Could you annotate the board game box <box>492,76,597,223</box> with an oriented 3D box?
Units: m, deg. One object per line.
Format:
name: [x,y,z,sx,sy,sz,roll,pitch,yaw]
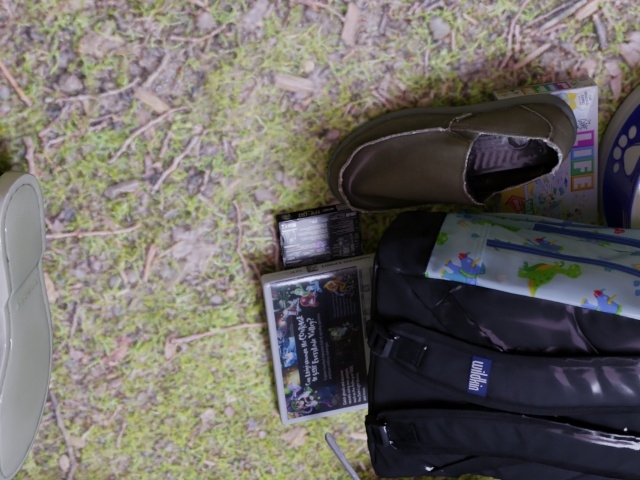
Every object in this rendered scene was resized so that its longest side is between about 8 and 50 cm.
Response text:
board game box: [0.228,-0.084,1.748,0.103,0.026,0.154,-9,118,-8]

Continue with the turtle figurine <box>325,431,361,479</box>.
turtle figurine: [0.159,0.293,1.873,0.198,0.275,0.266,-44,156,-34]

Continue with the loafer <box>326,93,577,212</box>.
loafer: [0.126,-0.081,1.676,0.251,0.087,0.094,-15,116,10]

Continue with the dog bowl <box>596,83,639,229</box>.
dog bowl: [0.421,-0.059,1.759,0.265,0.104,0.265,-5,118,-10]

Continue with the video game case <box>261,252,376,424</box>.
video game case: [0.033,0.099,1.791,0.173,0.022,0.190,-11,126,-7]

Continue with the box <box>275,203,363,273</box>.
box: [0.000,0.000,1.745,0.083,0.018,0.067,-11,118,-7]

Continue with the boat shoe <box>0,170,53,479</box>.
boat shoe: [-0.335,0.081,1.665,0.113,0.127,0.340,13,125,14]

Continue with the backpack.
backpack: [0.246,0.109,1.667,0.356,0.273,0.290,11,123,23]
